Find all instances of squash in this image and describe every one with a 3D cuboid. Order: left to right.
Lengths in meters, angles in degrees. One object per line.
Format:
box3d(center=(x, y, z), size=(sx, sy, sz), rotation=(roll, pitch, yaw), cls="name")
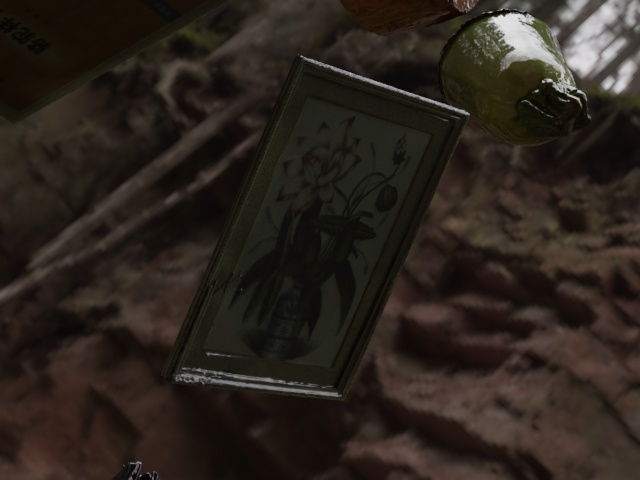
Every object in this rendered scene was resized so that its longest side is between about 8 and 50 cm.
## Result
box3d(center=(0.179, -0.148, 1.508), size=(0.137, 0.137, 0.287), rotation=(55, 9, -10), cls="squash")

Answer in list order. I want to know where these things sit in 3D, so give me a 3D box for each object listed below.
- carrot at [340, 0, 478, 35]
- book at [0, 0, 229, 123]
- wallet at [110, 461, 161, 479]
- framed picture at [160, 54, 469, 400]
box3d(center=(0.092, -0.312, 1.372), size=(0.100, 0.307, 0.258), rotation=(2, -65, 24), cls="carrot")
box3d(center=(-0.156, -0.166, 1.024), size=(0.241, 0.018, 0.170), rotation=(-27, -33, 20), cls="book")
box3d(center=(-0.247, 0.322, 1.402), size=(0.044, 0.169, 0.317), rotation=(35, -45, -15), cls="wallet")
box3d(center=(0.000, 0.000, 1.074), size=(0.010, 0.173, 0.231), rotation=(34, -73, 43), cls="framed picture")
